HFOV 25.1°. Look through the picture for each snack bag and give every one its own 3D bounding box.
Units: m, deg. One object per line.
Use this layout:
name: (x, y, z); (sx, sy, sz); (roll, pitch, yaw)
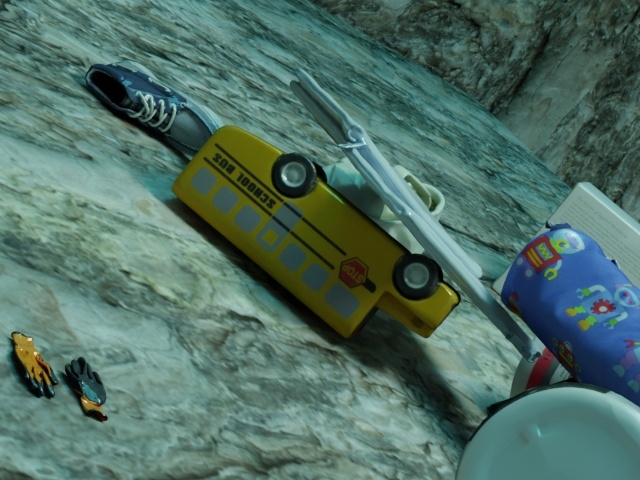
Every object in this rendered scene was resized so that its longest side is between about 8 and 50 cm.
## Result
snack bag: (0.113, -0.034, 1.711); (0.323, 0.037, 0.342); (46, 6, -38)

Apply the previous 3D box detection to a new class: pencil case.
pencil case: (0.320, 0.107, 1.543); (0.306, 0.133, 0.119); (52, -17, 45)

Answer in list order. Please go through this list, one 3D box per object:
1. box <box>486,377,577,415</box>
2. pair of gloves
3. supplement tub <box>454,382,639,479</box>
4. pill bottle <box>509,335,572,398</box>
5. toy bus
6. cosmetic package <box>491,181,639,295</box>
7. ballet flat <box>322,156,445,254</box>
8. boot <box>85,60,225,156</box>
box: (0.311, 0.220, 1.553); (0.175, 0.220, 0.051); (-110, -176, -49)
pair of gloves: (-0.200, 0.104, 1.109); (0.083, 0.010, 0.074); (29, 17, -34)
supplement tub: (0.246, 0.247, 1.299); (0.193, 0.193, 0.316); (45, 3, 26)
pill bottle: (0.395, 0.221, 1.698); (0.318, 0.176, 0.176); (30, 7, 39)
toy bus: (0.000, 0.000, 1.639); (0.333, 0.130, 0.108); (40, 3, 7)
cosmetic package: (0.446, 0.058, 2.354); (0.224, 0.224, 0.138); (42, 15, 11)
ballet flat: (0.059, -0.053, 1.964); (0.139, 0.139, 0.400); (44, 16, 23)
boot: (-0.208, -0.160, 1.805); (0.190, 0.069, 0.086); (34, 20, 17)
